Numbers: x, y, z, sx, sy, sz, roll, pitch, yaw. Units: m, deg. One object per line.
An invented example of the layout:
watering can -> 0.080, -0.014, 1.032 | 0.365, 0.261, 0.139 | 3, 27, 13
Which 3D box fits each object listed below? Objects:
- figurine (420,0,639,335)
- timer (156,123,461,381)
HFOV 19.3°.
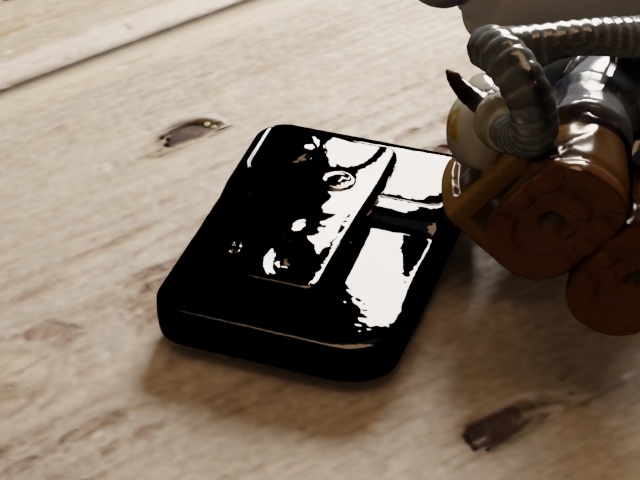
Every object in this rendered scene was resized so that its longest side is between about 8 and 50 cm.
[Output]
figurine -> 0.168, -0.096, 1.114 | 0.186, 0.261, 0.382 | -31, 26, 32
timer -> 0.000, 0.000, 1.105 | 0.144, 0.055, 0.187 | 12, 42, 15
